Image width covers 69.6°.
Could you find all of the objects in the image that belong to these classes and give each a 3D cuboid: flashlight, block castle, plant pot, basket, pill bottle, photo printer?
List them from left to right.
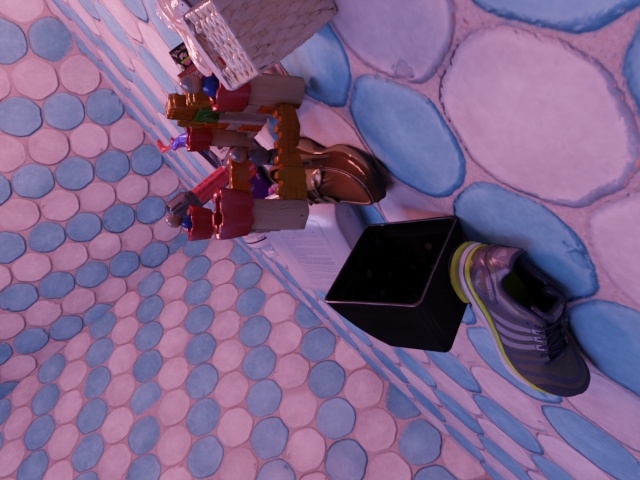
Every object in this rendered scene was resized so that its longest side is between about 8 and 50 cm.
[{"bbox_3d":[-0.292,-0.169,1.282,0.103,0.304,0.103,30,157,47],"label":"flashlight"},{"bbox_3d":[-0.196,-0.152,0.924,0.453,0.212,0.304,180,89,-68],"label":"block castle"},{"bbox_3d":[-0.215,-0.102,1.493,0.323,0.181,0.181,55,164,-28],"label":"pill bottle"},{"bbox_3d":[-0.076,-0.293,0.601,0.103,0.167,0.113,12,143,57],"label":"basket"},{"bbox_3d":[0.000,0.000,1.127,0.255,0.107,0.308,0,137,36],"label":"photo printer"},{"bbox_3d":[0.154,0.089,0.791,0.187,0.188,0.167,-5,130,44],"label":"plant pot"}]

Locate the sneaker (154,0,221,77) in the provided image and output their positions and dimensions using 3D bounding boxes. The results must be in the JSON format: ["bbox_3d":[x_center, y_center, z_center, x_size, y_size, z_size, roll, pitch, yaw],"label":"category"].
[{"bbox_3d":[-0.228,-0.413,0.870,0.262,0.099,0.121,45,162,6],"label":"sneaker"}]

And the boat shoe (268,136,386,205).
[{"bbox_3d":[0.000,-0.119,0.928,0.324,0.120,0.123,28,156,54],"label":"boat shoe"}]

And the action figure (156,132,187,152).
[{"bbox_3d":[-0.434,-0.378,1.508,0.280,0.091,0.139,-3,108,35],"label":"action figure"}]

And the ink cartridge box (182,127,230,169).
[{"bbox_3d":[-0.358,-0.304,1.621,0.332,0.065,0.165,40,163,26],"label":"ink cartridge box"}]

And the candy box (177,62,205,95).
[{"bbox_3d":[-0.276,-0.362,1.114,0.053,0.109,0.187,47,167,5],"label":"candy box"}]

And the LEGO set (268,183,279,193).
[{"bbox_3d":[-0.088,-0.126,1.197,0.132,0.107,0.287,47,166,3],"label":"LEGO set"}]

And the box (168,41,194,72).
[{"bbox_3d":[-0.316,-0.437,1.127,0.052,0.062,0.083,32,159,42],"label":"box"}]

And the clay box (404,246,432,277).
[{"bbox_3d":[0.199,0.063,0.969,0.127,0.053,0.222,47,166,1],"label":"clay box"}]

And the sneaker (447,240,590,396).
[{"bbox_3d":[0.316,0.125,0.688,0.300,0.111,0.121,48,162,-10],"label":"sneaker"}]
